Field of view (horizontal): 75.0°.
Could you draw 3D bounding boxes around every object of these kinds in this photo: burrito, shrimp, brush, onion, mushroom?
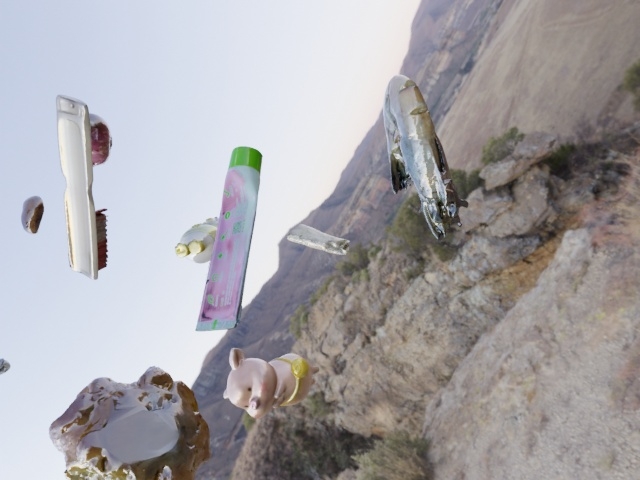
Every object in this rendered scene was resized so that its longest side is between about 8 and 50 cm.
[{"bbox_3d":[0.000,0.000,1.512,0.060,0.226,0.087,95,-161,-44],"label":"burrito"},{"bbox_3d":[0.161,-0.141,0.748,0.075,0.289,0.178,-26,6,-6],"label":"shrimp"},{"bbox_3d":[-0.394,-0.078,0.702,0.050,0.060,0.321,-49,-23,-57],"label":"brush"},{"bbox_3d":[-0.938,-0.422,1.702,0.200,0.201,0.207,115,173,-46],"label":"onion"},{"bbox_3d":[-0.844,-0.075,1.220,0.052,0.123,0.123,6,-61,-43],"label":"mushroom"}]

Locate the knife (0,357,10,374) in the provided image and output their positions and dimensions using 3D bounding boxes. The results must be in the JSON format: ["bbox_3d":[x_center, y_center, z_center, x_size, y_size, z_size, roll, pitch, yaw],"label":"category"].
[{"bbox_3d":[-1.221,0.499,1.456,0.266,0.040,0.073,-28,28,-6],"label":"knife"}]

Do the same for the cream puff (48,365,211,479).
[{"bbox_3d":[-0.307,0.344,0.723,0.241,0.269,0.155,-16,-33,-46],"label":"cream puff"}]

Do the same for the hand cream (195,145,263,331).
[{"bbox_3d":[-0.125,-0.009,0.599,0.079,0.050,0.275,144,136,-59],"label":"hand cream"}]

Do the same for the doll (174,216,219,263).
[{"bbox_3d":[-0.382,-0.019,1.393,0.141,0.117,0.296,-19,24,13],"label":"doll"}]

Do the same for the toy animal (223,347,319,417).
[{"bbox_3d":[-0.118,0.367,1.088,0.149,0.248,0.165,-146,65,-63],"label":"toy animal"}]
